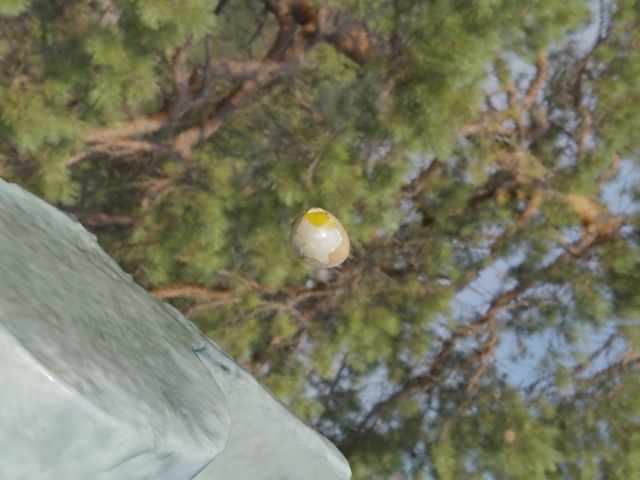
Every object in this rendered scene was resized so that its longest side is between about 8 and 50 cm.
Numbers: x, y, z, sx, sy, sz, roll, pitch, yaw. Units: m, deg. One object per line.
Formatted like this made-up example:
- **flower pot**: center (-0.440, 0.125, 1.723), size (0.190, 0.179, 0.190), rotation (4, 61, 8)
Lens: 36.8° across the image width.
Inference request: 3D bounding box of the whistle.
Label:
- **whistle**: center (-0.139, 0.102, 0.518), size (0.168, 0.188, 0.404), rotation (-45, 154, 5)

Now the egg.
- **egg**: center (0.000, 0.000, 1.228), size (0.071, 0.083, 0.071), rotation (-54, -168, 17)
